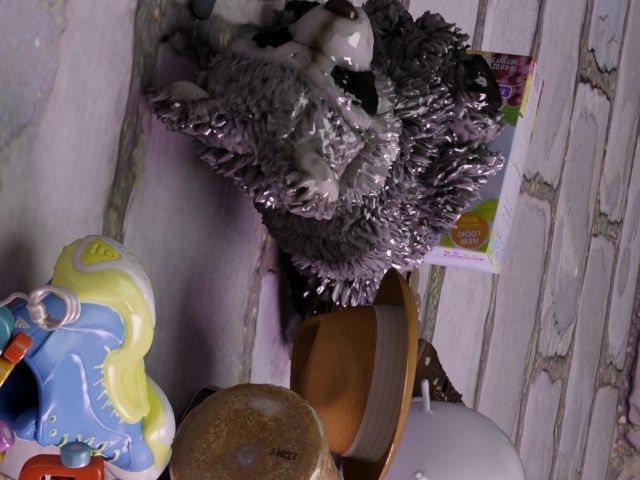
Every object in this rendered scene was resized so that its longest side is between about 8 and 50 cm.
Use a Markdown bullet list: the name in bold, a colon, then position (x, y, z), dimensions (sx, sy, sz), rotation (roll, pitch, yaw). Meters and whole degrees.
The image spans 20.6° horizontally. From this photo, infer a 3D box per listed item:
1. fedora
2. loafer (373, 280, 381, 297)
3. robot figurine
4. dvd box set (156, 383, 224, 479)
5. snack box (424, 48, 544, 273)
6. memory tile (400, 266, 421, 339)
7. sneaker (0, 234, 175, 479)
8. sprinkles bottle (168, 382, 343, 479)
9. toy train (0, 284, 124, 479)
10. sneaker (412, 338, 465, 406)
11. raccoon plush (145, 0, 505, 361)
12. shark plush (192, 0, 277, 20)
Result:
- **fedora**: position (0.018, 0.110, 1.403), dimensions (0.194, 0.079, 0.194), rotation (-171, -90, -78)
- **loafer**: position (0.035, 0.101, 1.790), dimensions (0.061, 0.062, 0.170), rotation (-5, 115, -30)
- **robot figurine**: position (0.125, 0.312, 1.891), dimensions (0.300, 0.200, 0.353), rotation (-100, 180, -47)
- **dvd box set**: position (-0.097, 0.374, 1.514), dimensions (0.420, 0.062, 0.307), rotation (80, 27, -43)
- **snack box**: position (0.110, -0.084, 1.719), dimensions (0.070, 0.175, 0.207), rotation (45, 55, -65)
- **memory tile**: position (0.089, 0.080, 1.972), dimensions (0.113, 0.012, 0.148), rotation (-55, 147, -51)
- **sneaker**: position (-0.173, 0.106, 1.195), dimensions (0.126, 0.091, 0.240), rotation (-36, 142, -30)
- **sprinkles bottle**: position (-0.020, 0.251, 1.402), dimensions (0.355, 0.121, 0.121), rotation (71, 34, -53)
- **toy train**: position (-0.183, 0.099, 1.087), dimensions (0.046, 0.125, 0.166), rotation (-83, 170, -71)
- **sneaker**: position (0.138, 0.181, 2.038), dimensions (0.188, 0.071, 0.066), rotation (83, 26, -52)
- **raccoon plush**: position (0.000, 0.000, 1.443), dimensions (0.299, 0.216, 0.446), rotation (-39, 135, -51)
- **shark plush**: position (-0.070, -0.230, 1.322), dimensions (0.161, 0.067, 0.073), rotation (68, 36, -55)
